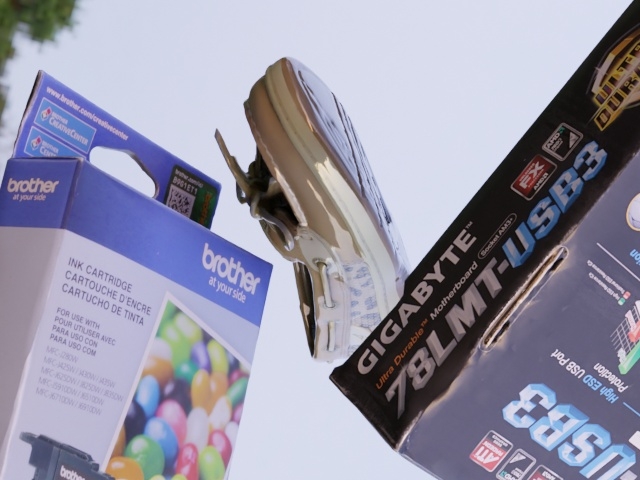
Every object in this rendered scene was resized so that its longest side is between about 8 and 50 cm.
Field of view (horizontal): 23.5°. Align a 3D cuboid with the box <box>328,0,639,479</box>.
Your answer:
[{"bbox_3d":[0.200,0.028,0.693,0.293,0.295,0.073,-51,-145,5],"label":"box"}]

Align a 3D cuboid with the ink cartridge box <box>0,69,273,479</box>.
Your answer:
[{"bbox_3d":[-0.115,0.084,0.828,0.065,0.186,0.311,-1,-109,32],"label":"ink cartridge box"}]

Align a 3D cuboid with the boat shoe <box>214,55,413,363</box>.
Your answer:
[{"bbox_3d":[0.000,0.000,0.952,0.285,0.089,0.104,63,9,-51],"label":"boat shoe"}]
